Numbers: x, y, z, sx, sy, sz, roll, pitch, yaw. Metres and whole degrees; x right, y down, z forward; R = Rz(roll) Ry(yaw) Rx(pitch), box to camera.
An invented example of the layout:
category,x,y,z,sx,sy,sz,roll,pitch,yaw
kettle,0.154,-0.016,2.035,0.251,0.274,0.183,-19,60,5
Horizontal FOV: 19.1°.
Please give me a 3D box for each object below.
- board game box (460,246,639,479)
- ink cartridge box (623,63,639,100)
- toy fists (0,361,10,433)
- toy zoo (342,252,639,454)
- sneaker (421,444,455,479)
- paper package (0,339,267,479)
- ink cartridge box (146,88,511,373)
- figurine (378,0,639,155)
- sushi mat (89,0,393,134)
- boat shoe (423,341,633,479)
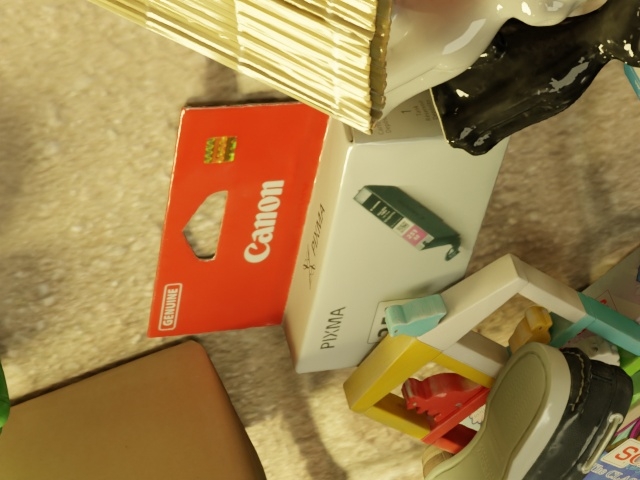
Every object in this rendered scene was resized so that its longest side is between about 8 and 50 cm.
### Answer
category,x,y,z,sx,sy,sz,roll,pitch,yaw
board game box,0.337,0.121,1.746,0.319,0.066,0.318,23,126,-40
ink cartridge box,0.269,-0.176,1.367,0.104,0.060,0.180,-18,142,1
toy fists,-0.308,0.077,1.415,0.142,0.096,0.279,-2,142,-4
toy zoo,0.155,0.109,1.590,0.293,0.030,0.192,26,124,-39
sneaker,0.135,0.265,1.834,0.066,0.071,0.188,-20,141,2
paper package,-0.175,0.289,1.535,0.309,0.325,0.168,-20,142,1
ink cartridge box,0.000,0.000,1.473,0.239,0.060,0.275,-6,140,-17
figurine,0.132,-0.143,1.253,0.209,0.092,0.215,-20,161,34
sushi mat,-0.098,-0.179,1.083,0.316,0.019,0.151,27,144,16
boat shoe,0.158,0.210,1.594,0.091,0.114,0.302,13,133,-22
